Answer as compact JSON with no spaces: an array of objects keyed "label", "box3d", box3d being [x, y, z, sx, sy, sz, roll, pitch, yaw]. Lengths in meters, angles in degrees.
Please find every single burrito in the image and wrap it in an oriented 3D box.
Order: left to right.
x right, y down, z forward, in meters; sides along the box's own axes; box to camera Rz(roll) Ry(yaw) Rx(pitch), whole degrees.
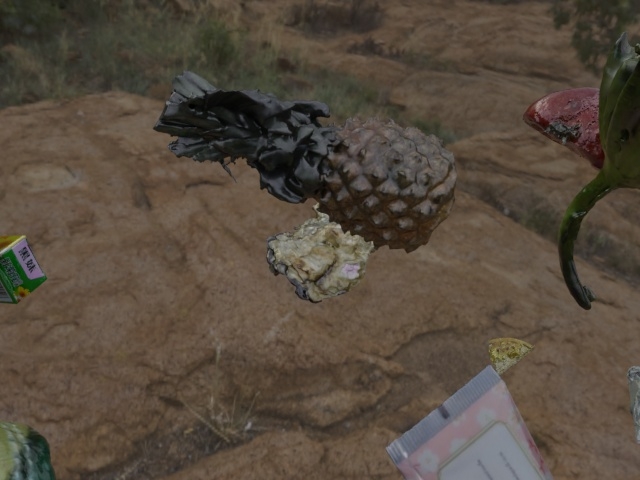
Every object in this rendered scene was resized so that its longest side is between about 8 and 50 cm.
[{"label":"burrito","box3d":[0.711,0.365,1.425,0.064,0.064,0.203,13,46,1]}]

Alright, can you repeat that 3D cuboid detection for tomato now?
[{"label":"tomato","box3d":[0.396,-0.159,0.924,0.173,0.099,0.189,14,25,-45]}]

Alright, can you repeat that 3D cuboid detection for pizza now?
[{"label":"pizza","box3d":[0.459,0.284,1.603,0.123,0.026,0.108,-1,47,41]}]

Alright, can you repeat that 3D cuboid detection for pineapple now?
[{"label":"pineapple","box3d":[-0.008,-0.046,0.351,0.159,0.074,0.074,19,37,-12]}]

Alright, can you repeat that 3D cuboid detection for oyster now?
[{"label":"oyster","box3d":[0.000,0.000,0.928,0.163,0.081,0.191,4,35,-17]}]

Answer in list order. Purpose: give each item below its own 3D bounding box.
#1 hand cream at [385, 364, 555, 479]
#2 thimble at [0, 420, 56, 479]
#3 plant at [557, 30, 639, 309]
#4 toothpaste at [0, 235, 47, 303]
[{"label":"hand cream","box3d":[0.108,0.165,0.301,0.067,0.043,0.209,-31,92,-19]},{"label":"thimble","box3d":[-0.472,0.356,0.831,0.167,0.288,0.254,25,67,-39]},{"label":"plant","box3d":[0.357,-0.073,0.756,0.251,0.333,0.180,47,28,6]},{"label":"toothpaste","box3d":[-0.307,0.023,0.543,0.178,0.043,0.037,-1,33,29]}]
